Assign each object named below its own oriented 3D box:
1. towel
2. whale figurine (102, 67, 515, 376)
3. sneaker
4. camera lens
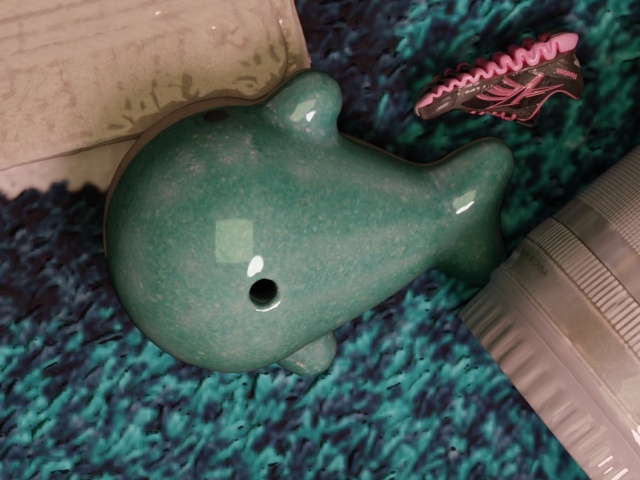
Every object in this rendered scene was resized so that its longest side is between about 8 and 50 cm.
[{"bbox_3d":[-0.158,-0.154,1.251,0.282,0.049,0.187,-14,94,1],"label":"towel"},{"bbox_3d":[0.000,0.000,1.212,0.272,0.141,0.216,-3,114,-12],"label":"whale figurine"},{"bbox_3d":[0.122,-0.098,1.267,0.119,0.047,0.057,-20,106,2],"label":"sneaker"},{"bbox_3d":[0.253,0.036,1.189,0.274,0.219,0.219,-39,95,2],"label":"camera lens"}]
